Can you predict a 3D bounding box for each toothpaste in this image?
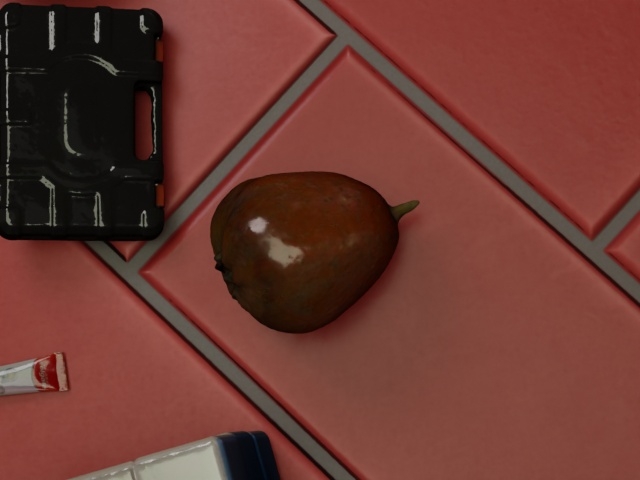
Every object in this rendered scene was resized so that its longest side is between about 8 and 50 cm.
[{"bbox_3d":[-0.405,0.174,1.811,0.190,0.031,0.048,-9,79,2],"label":"toothpaste"}]

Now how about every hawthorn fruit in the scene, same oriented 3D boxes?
[{"bbox_3d":[0.000,0.000,1.720,0.251,0.199,0.199,-19,82,-13],"label":"hawthorn fruit"}]

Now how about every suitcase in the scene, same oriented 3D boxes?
[{"bbox_3d":[-0.290,-0.141,1.789,0.206,0.066,0.286,1,83,-14],"label":"suitcase"}]

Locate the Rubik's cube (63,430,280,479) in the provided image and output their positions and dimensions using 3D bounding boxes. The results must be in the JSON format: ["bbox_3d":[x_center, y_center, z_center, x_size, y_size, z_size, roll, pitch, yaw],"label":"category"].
[{"bbox_3d":[-0.177,0.385,1.631,0.291,0.291,0.290,-17,83,4],"label":"Rubik's cube"}]
